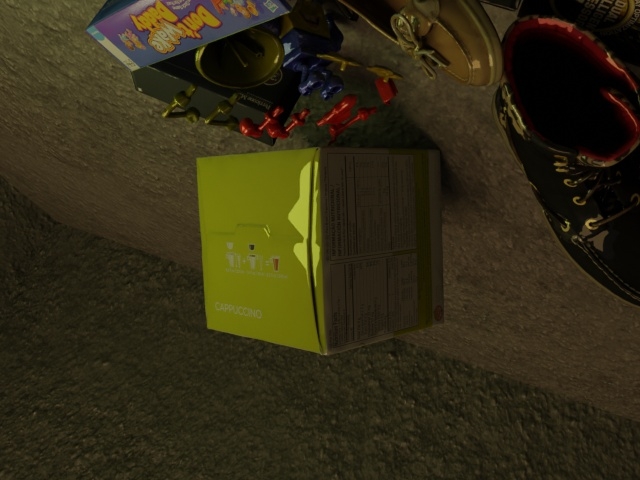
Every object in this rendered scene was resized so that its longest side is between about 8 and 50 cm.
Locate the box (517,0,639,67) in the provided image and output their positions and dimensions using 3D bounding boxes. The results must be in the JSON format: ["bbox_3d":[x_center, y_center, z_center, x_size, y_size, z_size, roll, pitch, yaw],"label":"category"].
[{"bbox_3d":[0.389,-0.292,0.593,0.318,0.097,0.395,22,162,5],"label":"box"}]

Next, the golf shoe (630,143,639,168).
[{"bbox_3d":[0.470,-0.100,0.985,0.120,0.105,0.273,21,162,-10],"label":"golf shoe"}]

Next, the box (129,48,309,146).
[{"bbox_3d":[-0.159,-0.297,1.118,0.261,0.184,0.103,23,161,6],"label":"box"}]

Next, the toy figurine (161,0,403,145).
[{"bbox_3d":[-0.072,-0.288,0.962,0.363,0.217,0.191,-1,153,-45],"label":"toy figurine"}]

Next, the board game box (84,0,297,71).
[{"bbox_3d":[-0.111,-0.331,0.764,0.347,0.233,0.078,4,149,50],"label":"board game box"}]

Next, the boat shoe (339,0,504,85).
[{"bbox_3d":[0.095,-0.256,0.762,0.285,0.089,0.104,52,168,35],"label":"boat shoe"}]

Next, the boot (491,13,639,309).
[{"bbox_3d":[0.328,-0.084,0.804,0.377,0.138,0.284,62,-168,12],"label":"boot"}]

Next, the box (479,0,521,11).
[{"bbox_3d":[0.164,-0.368,0.740,0.175,0.051,0.220,22,161,11],"label":"box"}]

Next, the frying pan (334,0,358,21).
[{"bbox_3d":[-0.005,-0.417,0.821,0.326,0.053,0.197,35,160,-29],"label":"frying pan"}]

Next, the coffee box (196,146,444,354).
[{"bbox_3d":[0.000,0.000,1.268,0.334,0.338,0.338,-7,-173,-44],"label":"coffee box"}]
